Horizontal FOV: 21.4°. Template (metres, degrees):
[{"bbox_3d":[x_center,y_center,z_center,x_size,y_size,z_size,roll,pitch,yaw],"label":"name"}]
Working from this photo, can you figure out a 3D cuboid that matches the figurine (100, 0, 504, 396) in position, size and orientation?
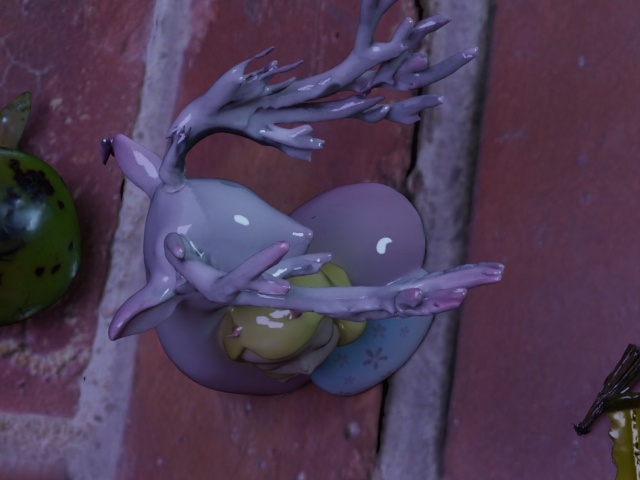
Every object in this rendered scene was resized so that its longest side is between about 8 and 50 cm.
[{"bbox_3d":[-0.007,-0.012,1.093,0.284,0.316,0.206,-15,75,18],"label":"figurine"}]

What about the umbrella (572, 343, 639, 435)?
[{"bbox_3d":[0.198,0.098,1.134,0.020,0.031,0.083,41,97,-5],"label":"umbrella"}]

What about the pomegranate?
[{"bbox_3d":[-0.267,-0.031,1.307,0.156,0.156,0.220,-21,65,18],"label":"pomegranate"}]

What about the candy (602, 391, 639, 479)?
[{"bbox_3d":[0.320,0.165,1.034,0.297,0.081,0.187,-10,74,31],"label":"candy"}]
